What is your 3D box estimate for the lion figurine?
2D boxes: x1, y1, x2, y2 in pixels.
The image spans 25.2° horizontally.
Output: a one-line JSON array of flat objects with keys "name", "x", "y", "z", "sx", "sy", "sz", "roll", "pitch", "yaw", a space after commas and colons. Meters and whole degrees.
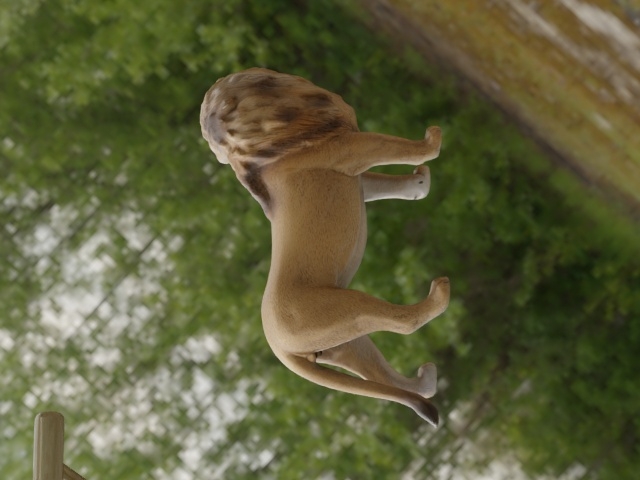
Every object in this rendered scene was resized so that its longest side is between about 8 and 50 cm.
[{"name": "lion figurine", "x": 0.000, "y": 0.000, "z": 1.441, "sx": 0.142, "sy": 0.240, "sz": 0.392, "roll": 103, "pitch": 166, "yaw": -63}]

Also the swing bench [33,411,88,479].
[{"name": "swing bench", "x": -0.266, "y": 0.261, "z": 0.950, "sx": 0.253, "sy": 0.254, "sz": 0.165, "roll": -4, "pitch": 151, "yaw": 21}]
